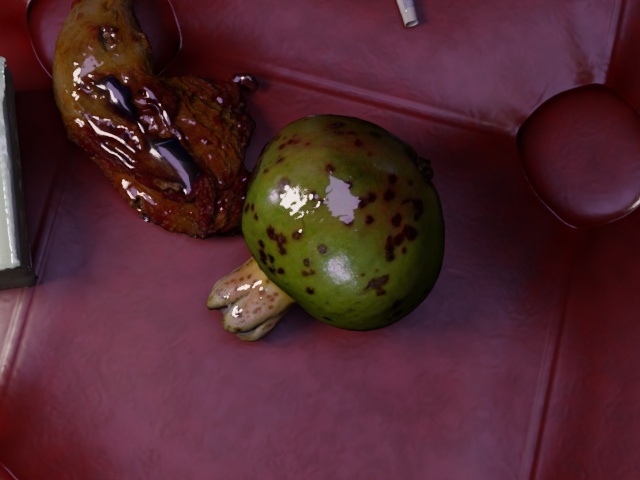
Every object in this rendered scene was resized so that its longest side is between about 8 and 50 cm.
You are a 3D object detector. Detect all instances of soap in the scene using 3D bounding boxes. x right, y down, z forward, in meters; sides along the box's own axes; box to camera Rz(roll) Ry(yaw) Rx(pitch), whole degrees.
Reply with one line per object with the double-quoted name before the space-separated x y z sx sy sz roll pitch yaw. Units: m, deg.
"soap" -0.301 -0.058 1.206 0.063 0.114 0.198 -7 80 -9

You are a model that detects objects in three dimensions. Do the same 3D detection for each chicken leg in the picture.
"chicken leg" -0.162 -0.147 1.264 0.177 0.083 0.322 -39 87 -21

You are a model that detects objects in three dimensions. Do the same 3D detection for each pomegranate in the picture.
"pomegranate" 0.000 0.000 1.202 0.248 0.202 0.202 -37 84 15

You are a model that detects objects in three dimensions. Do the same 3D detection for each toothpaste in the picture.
"toothpaste" 0.084 -0.256 1.342 0.024 0.015 0.083 -12 74 -8
